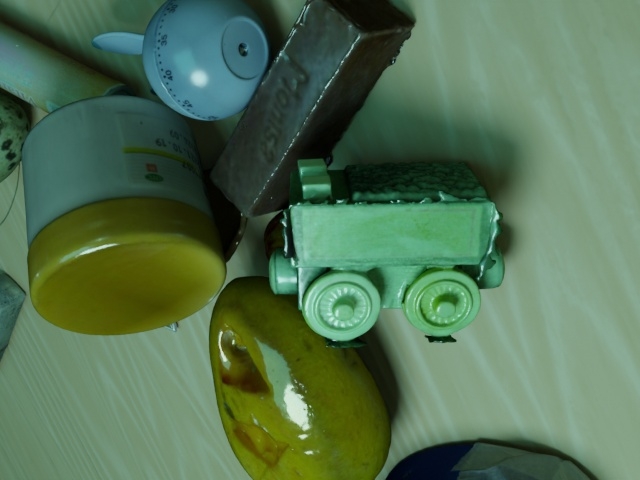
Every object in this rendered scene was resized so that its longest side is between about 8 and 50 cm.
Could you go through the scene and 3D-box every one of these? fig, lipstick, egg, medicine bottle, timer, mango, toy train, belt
[{"bbox_3d":[0.000,0.000,1.011,0.155,0.103,0.109,-13,141,25],"label":"fig"},{"bbox_3d":[-0.658,0.185,1.524,0.077,0.076,0.289,43,127,10],"label":"lipstick"},{"bbox_3d":[-0.566,-0.165,1.246,0.228,0.177,0.177,-17,102,25],"label":"egg"},{"bbox_3d":[-0.257,-0.029,1.007,0.238,0.238,0.231,-42,51,38],"label":"medicine bottle"},{"bbox_3d":[-0.163,-0.246,0.990,0.255,0.175,0.175,37,133,50],"label":"timer"},{"bbox_3d":[-0.035,0.209,1.061,0.253,0.182,0.364,-4,113,45],"label":"mango"},{"bbox_3d":[-0.471,-0.274,1.183,0.426,0.108,0.108,28,124,17],"label":"medicine bottle"},{"bbox_3d":[0.075,0.007,0.890,0.272,0.159,0.188,-2,113,0],"label":"toy train"},{"bbox_3d":[0.208,0.390,1.046,0.347,0.117,0.212,-16,103,38],"label":"belt"}]

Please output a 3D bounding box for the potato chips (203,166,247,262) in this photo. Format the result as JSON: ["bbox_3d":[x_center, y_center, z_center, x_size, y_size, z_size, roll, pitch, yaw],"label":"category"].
[{"bbox_3d":[-0.166,-0.023,1.130,0.202,0.049,0.150,-41,69,40],"label":"potato chips"}]

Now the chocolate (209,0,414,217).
[{"bbox_3d":[-0.025,-0.158,0.944,0.112,0.112,0.321,45,127,11],"label":"chocolate"}]

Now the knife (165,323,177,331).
[{"bbox_3d":[-0.338,0.078,1.305,0.256,0.022,0.046,31,104,13],"label":"knife"}]
